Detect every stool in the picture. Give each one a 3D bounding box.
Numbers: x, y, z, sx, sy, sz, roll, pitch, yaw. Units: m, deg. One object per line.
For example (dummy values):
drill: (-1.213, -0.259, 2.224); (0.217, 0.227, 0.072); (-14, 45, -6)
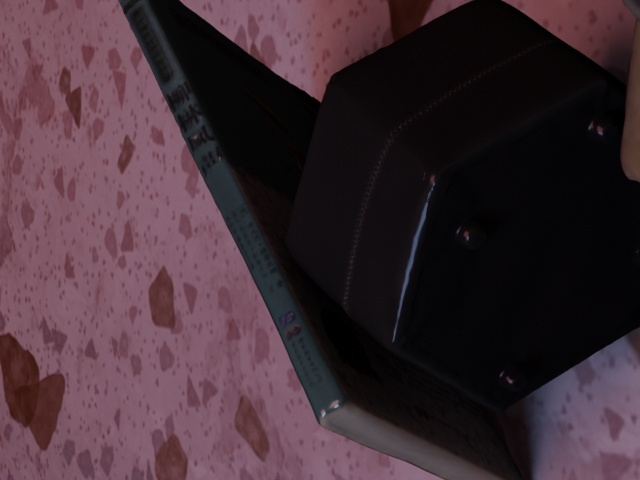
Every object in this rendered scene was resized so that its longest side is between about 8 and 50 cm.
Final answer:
stool: (0.104, -0.020, 1.090); (0.141, 0.232, 0.232); (46, 130, 46)

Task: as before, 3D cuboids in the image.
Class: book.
book: (0.000, 0.000, 1.238); (0.031, 0.264, 0.379); (-37, 57, 15)

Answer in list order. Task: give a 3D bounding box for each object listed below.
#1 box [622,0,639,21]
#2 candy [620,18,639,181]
box: (0.227, -0.305, 0.826); (0.373, 0.090, 0.367); (-55, 29, 24)
candy: (0.279, -0.084, 0.852); (0.320, 0.135, 0.180); (-149, 62, -66)
